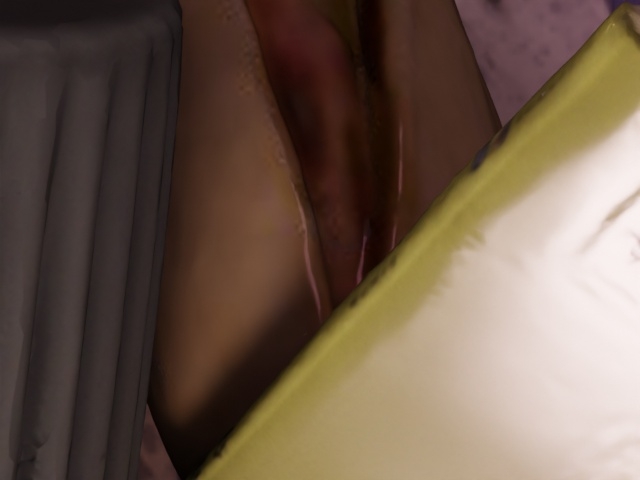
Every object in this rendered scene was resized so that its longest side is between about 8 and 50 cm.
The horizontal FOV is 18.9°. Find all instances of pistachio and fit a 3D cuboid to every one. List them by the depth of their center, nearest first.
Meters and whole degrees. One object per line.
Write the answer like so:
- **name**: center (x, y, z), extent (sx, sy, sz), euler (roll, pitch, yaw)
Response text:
- **pistachio**: center (0.000, 0.000, 0.612), extent (0.144, 0.144, 0.215), euler (1, 110, 30)

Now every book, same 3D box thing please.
- **book**: center (0.086, 0.102, 0.533), extent (0.239, 0.035, 0.352), euler (34, 139, -6)

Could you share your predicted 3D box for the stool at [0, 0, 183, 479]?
- **stool**: center (-0.191, 0.066, 0.541), extent (0.297, 0.297, 0.330), euler (20, 109, 25)
